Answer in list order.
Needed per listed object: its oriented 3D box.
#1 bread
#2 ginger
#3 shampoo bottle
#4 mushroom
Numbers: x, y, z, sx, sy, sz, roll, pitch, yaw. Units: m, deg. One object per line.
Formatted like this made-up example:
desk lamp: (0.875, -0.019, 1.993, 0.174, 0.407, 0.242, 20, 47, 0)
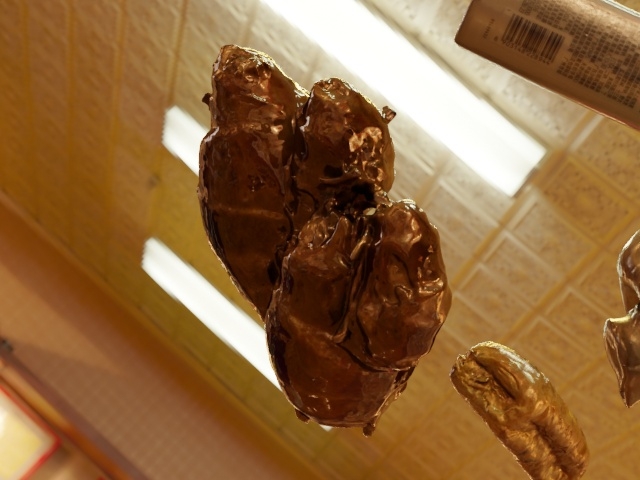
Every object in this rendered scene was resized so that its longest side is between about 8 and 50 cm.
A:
bread: (0.220, 0.191, 1.293, 0.114, 0.083, 0.211, 45, -5, 40)
ginger: (-0.007, -0.008, 1.086, 0.357, 0.152, 0.274, 64, -20, 16)
shampoo bottle: (0.226, -0.149, 0.967, 0.227, 0.086, 0.056, 25, 9, 3)
mushroom: (0.265, 0.061, 0.854, 0.166, 0.127, 0.166, 163, -90, -89)
